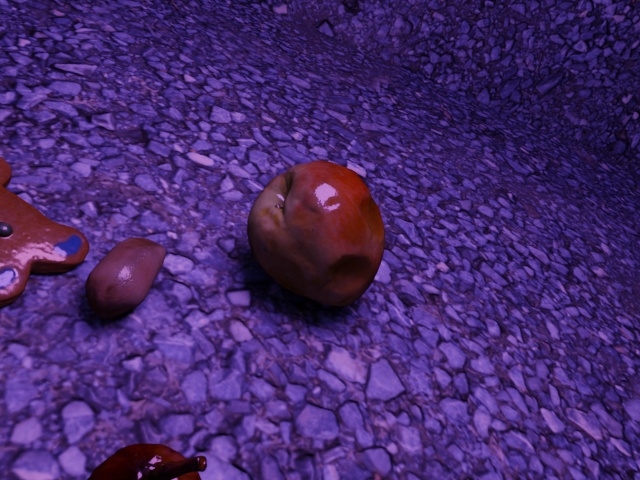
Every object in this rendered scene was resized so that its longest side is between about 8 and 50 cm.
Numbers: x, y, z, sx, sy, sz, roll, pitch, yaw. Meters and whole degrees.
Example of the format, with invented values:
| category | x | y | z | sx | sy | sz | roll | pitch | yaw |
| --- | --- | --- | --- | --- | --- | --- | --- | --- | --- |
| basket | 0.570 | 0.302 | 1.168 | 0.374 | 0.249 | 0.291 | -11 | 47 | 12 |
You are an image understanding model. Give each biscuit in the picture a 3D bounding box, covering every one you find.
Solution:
| category | x | y | z | sx | sy | sz | roll | pitch | yaw |
| --- | --- | --- | --- | --- | --- | --- | --- | --- | --- |
| biscuit | -0.470 | -0.053 | 0.688 | 0.324 | 0.049 | 0.205 | 40 | 36 | 3 |

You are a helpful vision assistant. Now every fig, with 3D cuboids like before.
| category | x | y | z | sx | sy | sz | roll | pitch | yaw |
| --- | --- | --- | --- | --- | --- | --- | --- | --- | --- |
| fig | -0.155 | 0.250 | 0.489 | 0.128 | 0.150 | 0.128 | 7 | 75 | -30 |

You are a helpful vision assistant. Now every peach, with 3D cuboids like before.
| category | x | y | z | sx | sy | sz | roll | pitch | yaw |
| --- | --- | --- | --- | --- | --- | --- | --- | --- | --- |
| peach | 0.000 | 0.000 | 0.865 | 0.235 | 0.214 | 0.214 | 55 | 25 | -26 |

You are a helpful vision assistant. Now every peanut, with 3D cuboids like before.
| category | x | y | z | sx | sy | sz | roll | pitch | yaw |
| --- | --- | --- | --- | --- | --- | --- | --- | --- | --- |
| peanut | -0.259 | 0.043 | 0.732 | 0.076 | 0.076 | 0.152 | 24 | 36 | -5 |
